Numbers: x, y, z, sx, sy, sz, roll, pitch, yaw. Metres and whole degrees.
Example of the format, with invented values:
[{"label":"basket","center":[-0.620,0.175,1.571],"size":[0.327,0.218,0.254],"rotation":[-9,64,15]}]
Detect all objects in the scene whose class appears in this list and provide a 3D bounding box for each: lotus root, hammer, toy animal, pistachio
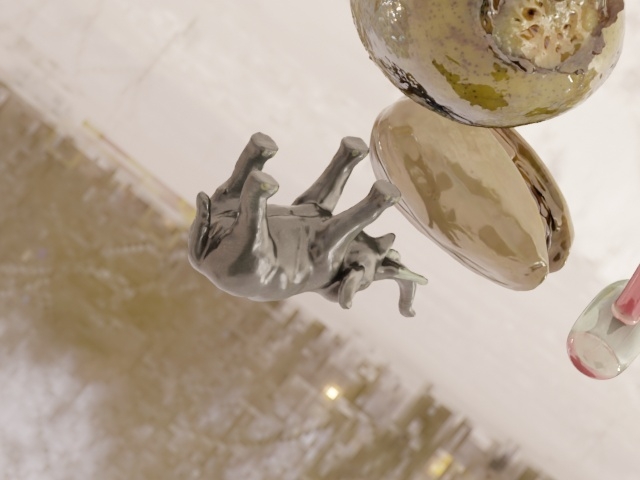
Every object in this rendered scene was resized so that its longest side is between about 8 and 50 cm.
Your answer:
[{"label":"lotus root","center":[0.103,-0.134,0.988],"size":[0.154,0.154,0.278],"rotation":[39,177,-17]},{"label":"hammer","center":[0.136,0.024,0.735],"size":[0.031,0.052,0.083],"rotation":[34,142,12]},{"label":"toy animal","center":[0.007,-0.007,1.338],"size":[0.269,0.137,0.082],"rotation":[11,-149,-40]},{"label":"pistachio","center":[0.125,-0.044,1.437],"size":[0.206,0.131,0.129],"rotation":[50,-137,10]}]
